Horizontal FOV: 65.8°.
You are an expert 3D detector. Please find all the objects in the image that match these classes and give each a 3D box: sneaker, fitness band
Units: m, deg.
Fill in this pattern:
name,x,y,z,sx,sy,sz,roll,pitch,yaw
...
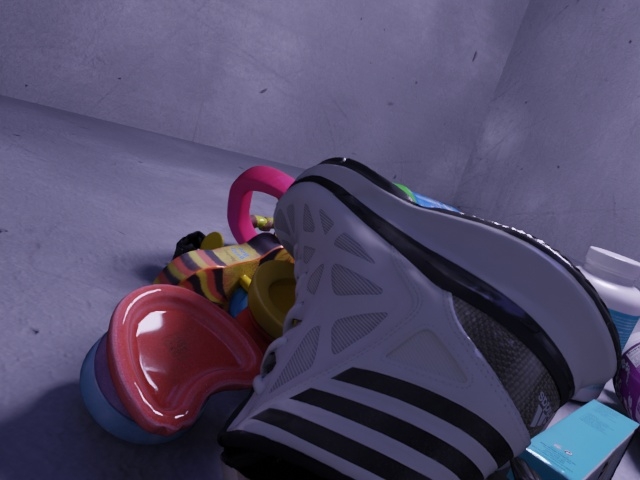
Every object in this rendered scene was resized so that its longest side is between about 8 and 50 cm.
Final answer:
name,x,y,z,sx,sy,sz,roll,pitch,yaw
sneaker,-0.010,0.067,0.459,0.169,0.257,0.447,60,-14,-25
fitness band,-0.079,-0.016,0.895,0.209,0.054,0.291,37,-29,5
sneaker,-0.206,0.026,0.882,0.058,0.085,0.152,24,15,25

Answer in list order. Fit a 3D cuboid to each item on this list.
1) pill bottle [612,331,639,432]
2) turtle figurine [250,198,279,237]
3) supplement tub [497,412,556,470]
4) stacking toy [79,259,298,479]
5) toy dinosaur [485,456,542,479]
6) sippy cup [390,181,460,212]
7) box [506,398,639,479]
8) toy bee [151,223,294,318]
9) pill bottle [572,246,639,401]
name,x,y,z,sx,sy,sz,roll,pitch,yaw
pill bottle,0.599,0.259,0.831,0.169,0.170,0.301,22,14,14
turtle figurine,-0.062,-0.016,1.116,0.217,0.087,0.270,-13,67,-33
supplement tub,0.158,0.117,0.680,0.235,0.236,0.324,4,20,-45
stacking toy,-0.080,0.175,0.534,0.308,0.130,0.280,-4,52,-51
toy dinosaur,0.132,0.284,0.288,0.321,0.164,0.218,33,25,-16
sippy cup,0.256,-0.019,1.305,0.223,0.240,0.306,8,57,-24
box,0.285,0.261,0.565,0.244,0.101,0.060,4,19,-46
toy bee,-0.115,0.037,0.784,0.195,0.162,0.298,27,19,21
pill bottle,0.490,0.149,0.912,0.146,0.264,0.146,17,14,-5
